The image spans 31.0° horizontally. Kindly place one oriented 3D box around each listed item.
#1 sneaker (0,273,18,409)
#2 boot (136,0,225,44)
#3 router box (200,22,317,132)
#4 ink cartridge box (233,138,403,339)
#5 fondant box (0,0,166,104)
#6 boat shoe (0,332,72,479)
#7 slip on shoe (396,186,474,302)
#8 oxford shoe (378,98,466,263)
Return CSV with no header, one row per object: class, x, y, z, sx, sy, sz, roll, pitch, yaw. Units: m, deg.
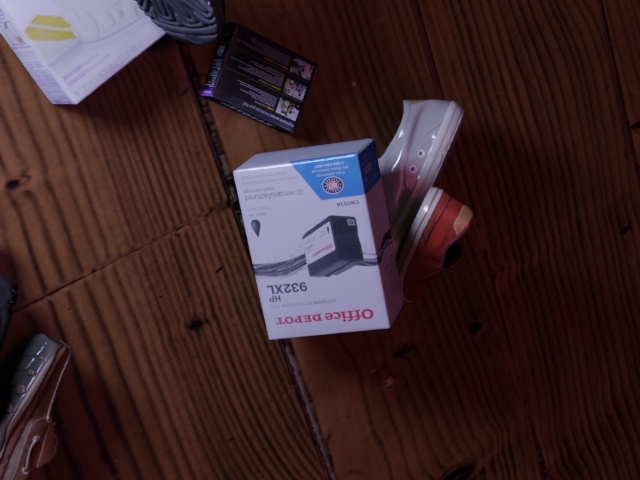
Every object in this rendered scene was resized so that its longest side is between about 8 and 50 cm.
sneaker,-0.500,0.117,1.704,0.130,0.109,0.286,-14,93,-40
boot,-0.159,-0.573,1.737,0.445,0.146,0.367,-64,148,-26
router box,-0.103,-0.277,1.979,0.179,0.046,0.133,22,84,-34
ink cartridge box,0.000,0.000,1.966,0.129,0.223,0.307,-51,132,-68
fondant box,-0.391,-0.403,1.735,0.238,0.096,0.330,-44,117,-22
boat shoe,-0.469,0.300,1.770,0.120,0.122,0.324,32,86,-39
slip on shoe,0.203,0.025,2.097,0.101,0.331,0.123,25,59,7
oxford shoe,0.125,-0.064,2.126,0.130,0.169,0.449,24,90,6
